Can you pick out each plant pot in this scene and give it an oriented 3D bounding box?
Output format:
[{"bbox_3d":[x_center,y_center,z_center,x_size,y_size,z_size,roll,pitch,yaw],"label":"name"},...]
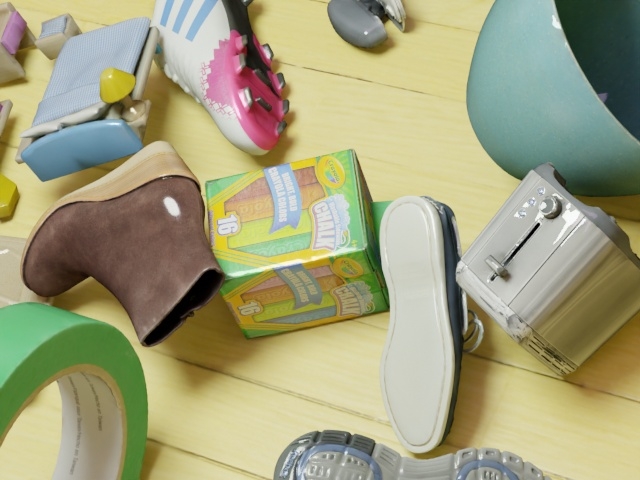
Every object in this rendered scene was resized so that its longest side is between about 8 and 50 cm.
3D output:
[{"bbox_3d":[0.265,-0.160,1.616,0.195,0.290,0.290,-32,44,41],"label":"plant pot"}]

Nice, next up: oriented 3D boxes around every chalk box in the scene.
[{"bbox_3d":[0.000,0.000,1.647,0.213,0.132,0.132,-14,55,8],"label":"chalk box"}]

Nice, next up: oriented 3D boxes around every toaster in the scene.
[{"bbox_3d":[0.233,0.036,1.522,0.146,0.227,0.129,-46,55,6],"label":"toaster"}]

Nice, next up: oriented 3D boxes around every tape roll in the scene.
[{"bbox_3d":[-0.279,0.221,1.469,0.077,0.321,0.321,15,63,25],"label":"tape roll"}]

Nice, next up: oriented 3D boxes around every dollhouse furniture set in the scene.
[{"bbox_3d":[-0.329,-0.235,1.793,0.303,0.198,0.286,-13,44,24],"label":"dollhouse furniture set"}]

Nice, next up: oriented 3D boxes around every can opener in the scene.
[{"bbox_3d":[0.009,-0.337,1.901,0.095,0.076,0.283,-34,54,-8],"label":"can opener"}]

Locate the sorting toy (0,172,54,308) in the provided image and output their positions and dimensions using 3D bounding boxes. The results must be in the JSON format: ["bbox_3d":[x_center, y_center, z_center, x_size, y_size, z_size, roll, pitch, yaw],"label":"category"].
[{"bbox_3d":[-0.406,0.041,1.786,0.229,0.041,0.307,4,49,7],"label":"sorting toy"}]

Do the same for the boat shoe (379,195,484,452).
[{"bbox_3d":[0.108,0.083,1.563,0.095,0.079,0.254,-13,78,37],"label":"boat shoe"}]

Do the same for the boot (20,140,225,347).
[{"bbox_3d":[-0.214,0.031,1.632,0.248,0.090,0.207,-41,47,21],"label":"boot"}]

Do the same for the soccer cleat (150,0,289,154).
[{"bbox_3d":[-0.133,-0.212,1.855,0.143,0.116,0.331,-30,52,20],"label":"soccer cleat"}]

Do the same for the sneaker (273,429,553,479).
[{"bbox_3d":[0.102,0.256,1.469,0.297,0.129,0.111,14,59,3],"label":"sneaker"}]
